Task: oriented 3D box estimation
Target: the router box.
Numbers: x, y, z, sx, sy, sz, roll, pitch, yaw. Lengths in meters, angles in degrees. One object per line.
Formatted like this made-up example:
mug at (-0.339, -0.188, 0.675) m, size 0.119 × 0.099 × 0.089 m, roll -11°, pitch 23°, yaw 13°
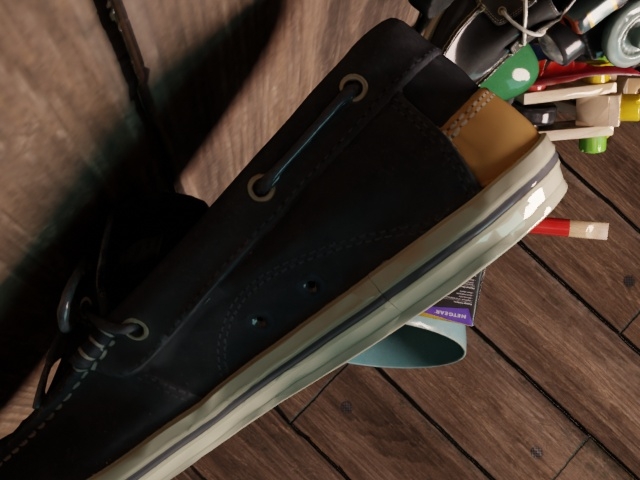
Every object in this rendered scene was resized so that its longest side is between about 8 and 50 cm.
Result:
router box at (0.212, -0.064, 1.349) m, size 0.309 × 0.081 × 0.243 m, roll -61°, pitch 157°, yaw -59°

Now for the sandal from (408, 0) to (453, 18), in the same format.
sandal at (0.244, -0.300, 0.747) m, size 0.446 × 0.107 × 0.167 m, roll -41°, pitch 171°, yaw -24°

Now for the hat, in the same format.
hat at (0.226, -0.170, 1.094) m, size 0.208 × 0.183 × 0.173 m, roll -49°, pitch 174°, yaw 18°

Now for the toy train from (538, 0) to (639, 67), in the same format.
toy train at (0.351, -0.327, 0.983) m, size 0.334 × 0.142 × 0.190 m, roll -36°, pitch 133°, yaw 2°

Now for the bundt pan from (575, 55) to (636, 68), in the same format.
bundt pan at (0.447, -0.355, 1.487) m, size 0.331 × 0.124 × 0.331 m, roll -45°, pitch -172°, yaw 8°

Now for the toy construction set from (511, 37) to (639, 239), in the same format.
toy construction set at (0.373, -0.152, 1.267) m, size 0.257 × 0.237 × 0.309 m, roll 20°, pitch 77°, yaw -77°

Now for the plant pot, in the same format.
plant pot at (0.088, 0.071, 1.500) m, size 0.290 × 0.290 × 0.195 m, roll 117°, pitch -19°, yaw -68°

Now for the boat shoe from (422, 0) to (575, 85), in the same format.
boat shoe at (0.175, -0.213, 0.863) m, size 0.233 × 0.084 × 0.079 m, roll -47°, pitch -146°, yaw 1°

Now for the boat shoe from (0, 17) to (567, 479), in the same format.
boat shoe at (-0.088, 0.049, 0.612) m, size 0.500 × 0.156 × 0.187 m, roll -37°, pitch -178°, yaw 20°
